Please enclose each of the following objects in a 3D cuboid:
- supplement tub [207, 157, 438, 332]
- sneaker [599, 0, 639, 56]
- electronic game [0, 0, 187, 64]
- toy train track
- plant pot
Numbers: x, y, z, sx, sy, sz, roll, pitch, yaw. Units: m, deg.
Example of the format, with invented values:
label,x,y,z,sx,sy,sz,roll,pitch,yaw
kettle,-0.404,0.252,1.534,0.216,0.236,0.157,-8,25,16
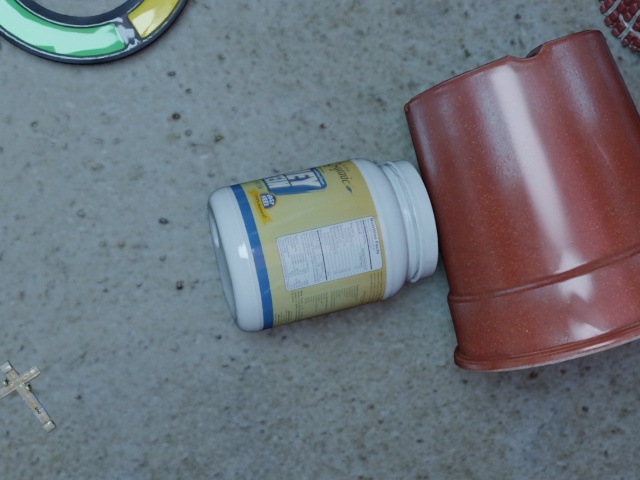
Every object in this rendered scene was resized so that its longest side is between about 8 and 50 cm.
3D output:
label,x,y,z,sx,sy,sz,roll,pitch,yaw
supplement tub,0.000,0.000,0.847,0.199,0.144,0.144,-13,99,-12
sneaker,0.388,-0.239,0.952,0.093,0.088,0.225,-41,104,-27
electronic game,-0.230,-0.282,0.813,0.229,0.048,0.229,-2,97,-13
toy train track,-0.294,0.158,0.864,0.048,0.014,0.083,-33,103,-7
plant pot,0.218,-0.046,0.847,0.272,0.272,0.265,-20,92,-10
